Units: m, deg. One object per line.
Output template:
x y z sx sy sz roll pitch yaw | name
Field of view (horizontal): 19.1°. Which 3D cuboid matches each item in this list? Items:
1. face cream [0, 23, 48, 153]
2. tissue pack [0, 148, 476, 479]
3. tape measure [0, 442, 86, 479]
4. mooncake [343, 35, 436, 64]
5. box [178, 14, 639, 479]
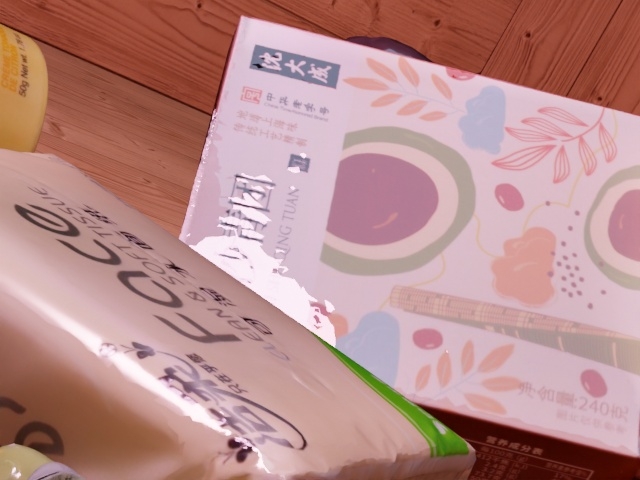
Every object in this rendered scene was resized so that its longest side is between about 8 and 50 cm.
-0.378 -0.120 1.714 0.179 0.218 0.218 25 10 -36 | face cream
-0.144 0.107 1.214 0.405 0.205 0.332 32 13 22 | tissue pack
-0.125 0.184 0.927 0.175 0.106 0.200 21 -31 54 | tape measure
0.000 0.000 1.811 0.212 0.350 0.381 33 47 5 | mooncake
0.079 0.021 1.542 0.385 0.122 0.344 14 52 -3 | box
